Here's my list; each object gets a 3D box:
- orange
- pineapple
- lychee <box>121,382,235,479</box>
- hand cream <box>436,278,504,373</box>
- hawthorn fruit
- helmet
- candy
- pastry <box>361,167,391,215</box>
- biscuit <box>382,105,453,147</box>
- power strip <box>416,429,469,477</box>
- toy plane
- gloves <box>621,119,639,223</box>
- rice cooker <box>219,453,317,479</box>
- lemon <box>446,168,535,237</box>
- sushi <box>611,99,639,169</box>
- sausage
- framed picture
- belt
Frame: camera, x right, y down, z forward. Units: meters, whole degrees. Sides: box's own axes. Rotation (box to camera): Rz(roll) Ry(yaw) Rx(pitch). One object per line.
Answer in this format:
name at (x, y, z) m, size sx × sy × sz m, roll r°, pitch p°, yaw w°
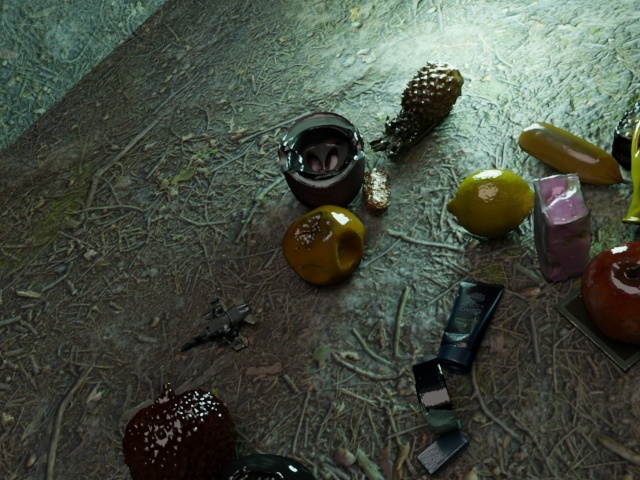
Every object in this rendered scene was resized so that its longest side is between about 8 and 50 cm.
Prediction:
orange at (0.000, 0.000, 1.900) m, size 0.248 × 0.183 × 0.249 m, roll -10°, pitch 53°, yaw 13°
pineapple at (0.304, -0.404, 2.076) m, size 0.175 × 0.175 × 0.361 m, roll 30°, pitch 79°, yaw 36°
lychee at (-0.344, 0.500, 1.612) m, size 0.275 × 0.276 × 0.305 m, roll -22°, pitch 75°, yaw 5°
hand cream at (0.379, 0.212, 1.682) m, size 0.120 × 0.061 × 0.271 m, roll 7°, pitch 50°, yaw 32°
hawthorn fruit at (0.710, 0.104, 1.494) m, size 0.231 × 0.263 × 0.235 m, roll -38°, pitch 19°, yaw -35°
helmet at (0.014, -0.230, 2.058) m, size 0.270 × 0.197 × 0.338 m, roll -13°, pitch 45°, yaw 2°
candy at (0.601, -0.029, 1.630) m, size 0.115 × 0.265 × 0.156 m, roll -8°, pitch 53°, yaw 12°
pastry at (0.170, -0.146, 2.023) m, size 0.087 × 0.063 × 0.170 m, roll 4°, pitch 50°, yaw -1°
biscuit at (0.323, -0.398, 2.171) m, size 0.231 × 0.025 × 0.131 m, roll -42°, pitch 51°, yaw -11°
power strip at (0.286, 0.487, 1.519) m, size 0.123 × 0.032 × 0.056 m, roll -38°, pitch 51°, yaw -9°
toy plane at (-0.311, 0.256, 1.898) m, size 0.261 × 0.088 × 0.192 m, roll -31°, pitch 77°, yaw 2°
gloves at (0.838, -0.183, 1.647) m, size 0.133 × 0.116 × 0.295 m, roll -167°, pitch 83°, yaw -68°
rice cooker at (-0.116, 0.612, 1.462) m, size 0.267 × 0.224 × 0.267 m, roll -12°, pitch 53°, yaw 16°
lemon at (0.468, -0.102, 1.789) m, size 0.243 × 0.187 × 0.187 m, roll -9°, pitch 52°, yaw 16°
sushi at (0.899, -0.305, 1.808) m, size 0.136 × 0.126 × 0.225 m, roll 32°, pitch 70°, yaw 37°
sausage at (0.712, -0.237, 1.848) m, size 0.112 × 0.112 × 0.328 m, roll -43°, pitch 53°, yaw -12°
framed picture at (0.759, 0.152, 1.590) m, size 0.293 × 0.018 × 0.231 m, roll -35°, pitch 50°, yaw -6°
belt at (0.269, 0.368, 1.534) m, size 0.078 × 0.151 × 0.198 m, roll -18°, pitch 24°, yaw 6°
